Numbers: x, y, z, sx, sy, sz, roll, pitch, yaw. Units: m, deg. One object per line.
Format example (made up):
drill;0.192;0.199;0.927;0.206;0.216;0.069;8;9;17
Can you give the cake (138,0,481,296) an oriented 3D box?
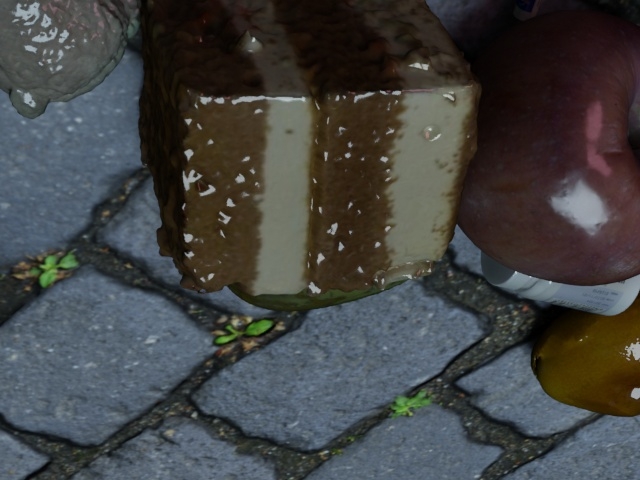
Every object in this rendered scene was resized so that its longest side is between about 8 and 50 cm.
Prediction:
cake;-0.022;-0.120;1.160;0.290;0.256;0.282;-9;136;-12

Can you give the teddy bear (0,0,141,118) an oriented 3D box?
teddy bear;-0.275;-0.237;1.033;0.236;0.151;0.267;-4;134;31

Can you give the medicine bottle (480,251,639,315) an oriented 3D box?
medicine bottle;0.299;0.030;1.512;0.186;0.103;0.103;12;132;-27

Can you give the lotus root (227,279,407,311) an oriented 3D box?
lotus root;0.000;0.000;1.368;0.309;0.173;0.173;-13;138;1

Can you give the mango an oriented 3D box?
mango;0.389;0.140;1.638;0.166;0.136;0.236;36;124;-25

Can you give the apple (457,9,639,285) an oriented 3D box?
apple;0.257;-0.091;1.249;0.305;0.306;0.235;24;155;-34

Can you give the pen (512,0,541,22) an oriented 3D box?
pen;0.230;-0.302;1.197;0.025;0.025;0.204;0;136;-15
